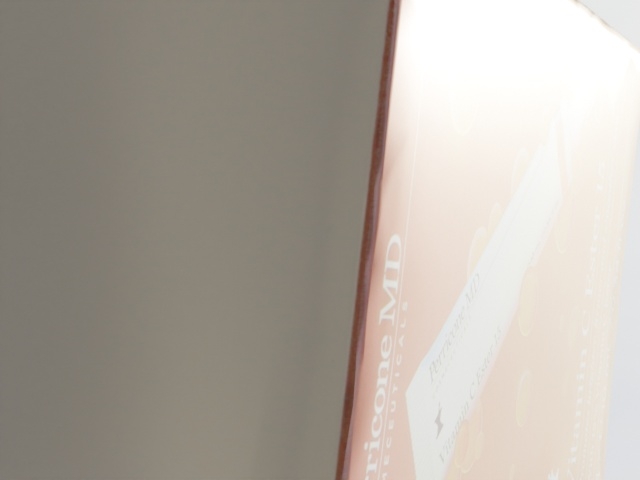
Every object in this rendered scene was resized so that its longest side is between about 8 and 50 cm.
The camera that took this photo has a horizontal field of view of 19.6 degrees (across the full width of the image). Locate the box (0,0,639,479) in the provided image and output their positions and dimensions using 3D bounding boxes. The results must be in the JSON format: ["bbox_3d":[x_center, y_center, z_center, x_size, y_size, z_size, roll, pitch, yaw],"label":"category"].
[{"bbox_3d":[0.000,0.000,0.703,0.168,0.215,0.345,6,179,22],"label":"box"}]
